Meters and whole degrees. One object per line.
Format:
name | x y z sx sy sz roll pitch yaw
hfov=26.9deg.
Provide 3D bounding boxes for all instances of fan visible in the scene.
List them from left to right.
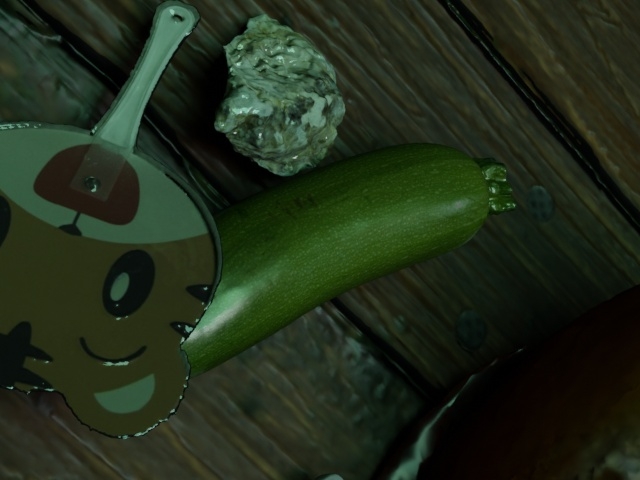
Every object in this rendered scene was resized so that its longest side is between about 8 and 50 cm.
fan | -0.105 -0.026 0.607 0.152 0.008 0.227 21 59 -2

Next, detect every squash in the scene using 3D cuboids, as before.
squash | 0.000 0.000 0.672 0.258 0.069 0.069 -25 96 -35

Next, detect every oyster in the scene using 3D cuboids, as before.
oyster | -0.018 -0.081 0.681 0.098 0.037 0.100 31 46 -43

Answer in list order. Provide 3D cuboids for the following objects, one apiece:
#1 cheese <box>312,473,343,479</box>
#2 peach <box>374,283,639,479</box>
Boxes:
cheese | -0.057 0.161 0.618 0.192 0.037 0.097 -25 97 -36
peach | 0.213 0.192 0.678 0.416 0.353 0.339 -40 100 8
